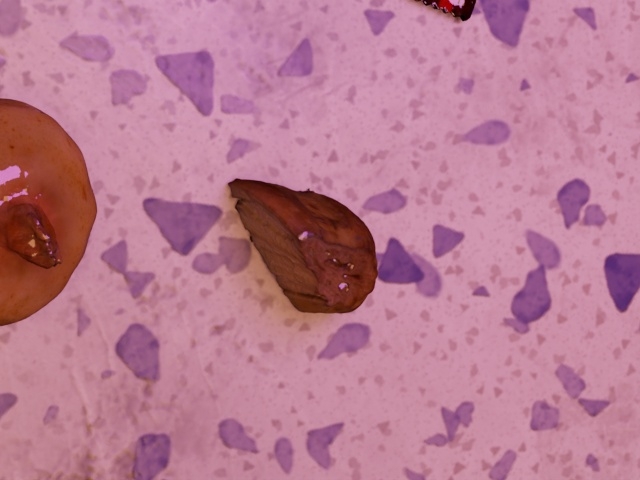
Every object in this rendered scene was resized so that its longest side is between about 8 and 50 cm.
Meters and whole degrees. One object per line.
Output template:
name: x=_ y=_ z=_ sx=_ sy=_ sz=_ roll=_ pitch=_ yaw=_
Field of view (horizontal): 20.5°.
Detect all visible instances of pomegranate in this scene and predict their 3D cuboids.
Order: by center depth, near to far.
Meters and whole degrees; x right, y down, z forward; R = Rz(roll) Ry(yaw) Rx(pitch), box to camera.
pomegranate: x=-0.297 y=-0.024 z=1.522 sx=0.207 sy=0.207 sz=0.207 roll=-1 pitch=95 yaw=-17

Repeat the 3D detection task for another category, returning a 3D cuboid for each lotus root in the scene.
lotus root: x=-0.001 y=0.002 z=1.660 sx=0.095 sy=0.135 sz=0.159 roll=-38 pitch=117 yaw=-12

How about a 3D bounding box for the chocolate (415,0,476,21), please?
chocolate: x=0.138 y=-0.309 z=1.716 sx=0.086 sy=0.028 sz=0.182 roll=21 pitch=90 yaw=-15
